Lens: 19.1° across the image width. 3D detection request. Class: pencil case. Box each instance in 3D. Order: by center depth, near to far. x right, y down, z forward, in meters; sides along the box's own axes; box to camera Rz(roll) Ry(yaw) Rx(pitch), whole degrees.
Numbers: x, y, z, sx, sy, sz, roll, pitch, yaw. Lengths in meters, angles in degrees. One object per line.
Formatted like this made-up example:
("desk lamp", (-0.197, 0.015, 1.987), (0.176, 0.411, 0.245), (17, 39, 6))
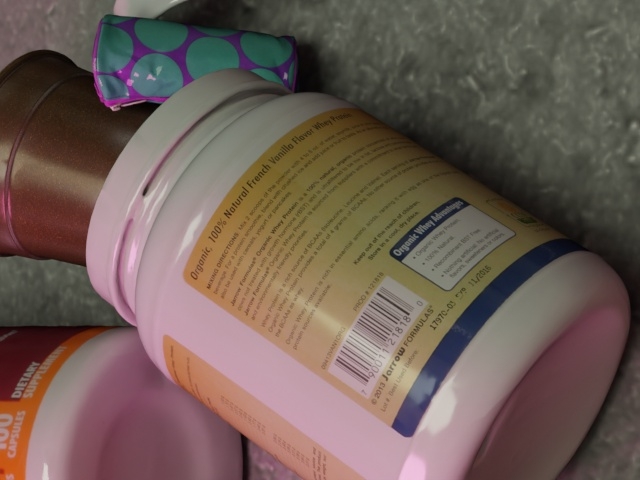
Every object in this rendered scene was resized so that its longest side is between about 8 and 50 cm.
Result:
("pencil case", (-0.090, -0.123, 1.392), (0.151, 0.064, 0.070), (5, 86, -5))

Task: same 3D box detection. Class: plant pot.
("plant pot", (-0.160, -0.046, 1.448), (0.165, 0.167, 0.167), (17, 104, 25))

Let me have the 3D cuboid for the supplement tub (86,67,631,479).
("supplement tub", (0.021, 0.041, 1.267), (0.316, 0.228, 0.228), (34, 113, 26))

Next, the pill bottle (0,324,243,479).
("pill bottle", (-0.277, 0.177, 1.500), (0.392, 0.224, 0.224), (-3, 93, 35))

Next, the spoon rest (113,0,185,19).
("spoon rest", (-0.059, -0.219, 1.398), (0.276, 0.084, 0.137), (-39, 72, 32))
